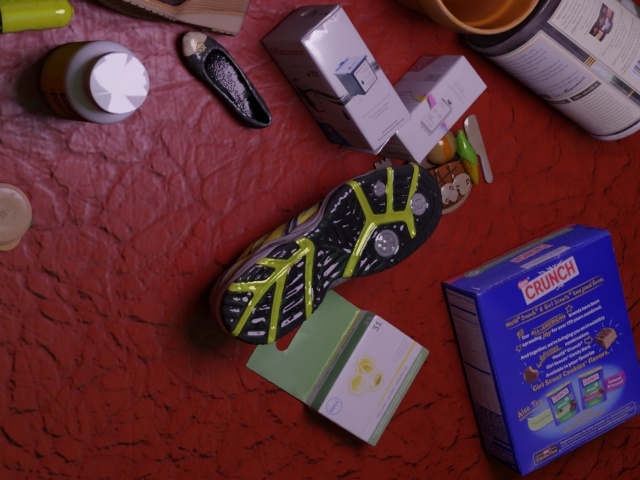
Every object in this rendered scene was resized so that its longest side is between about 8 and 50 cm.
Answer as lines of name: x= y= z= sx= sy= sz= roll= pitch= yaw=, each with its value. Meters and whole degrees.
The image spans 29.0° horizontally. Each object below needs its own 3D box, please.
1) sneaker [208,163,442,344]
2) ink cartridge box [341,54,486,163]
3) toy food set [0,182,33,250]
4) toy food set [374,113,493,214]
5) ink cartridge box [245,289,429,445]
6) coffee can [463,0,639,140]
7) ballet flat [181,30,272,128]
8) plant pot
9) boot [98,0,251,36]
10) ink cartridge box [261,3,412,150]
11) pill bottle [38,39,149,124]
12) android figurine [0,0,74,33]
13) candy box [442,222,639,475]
sneaker: x=0.000 y=0.000 z=1.740 sx=0.384 sy=0.147 sz=0.145 roll=-30 pitch=108 yaw=-20
ink cartridge box: x=0.133 y=-0.179 z=1.801 sx=0.198 sy=0.115 sz=0.067 roll=-47 pitch=116 yaw=-13
toy food set: x=-0.410 y=-0.034 z=1.590 sx=0.083 sy=0.020 sz=0.082 roll=37 pitch=80 yaw=-27
toy food set: x=0.185 y=-0.103 z=1.883 sx=0.192 sy=0.038 sz=0.132 roll=-28 pitch=110 yaw=-21
ink cartridge box: x=0.029 y=0.177 z=1.835 sx=0.235 sy=0.056 sz=0.171 roll=36 pitch=81 yaw=-29
coffee can: x=0.382 y=-0.302 z=1.865 sx=0.275 sy=0.201 sz=0.201 roll=31 pitch=83 yaw=-28
ballet flat: x=-0.124 y=-0.222 z=1.696 sx=0.173 sy=0.049 sz=0.057 roll=46 pitch=75 yaw=-25
plant pot: x=0.186 y=-0.395 z=1.755 sx=0.205 sy=0.188 sz=0.205 roll=-5 pitch=100 yaw=-27
boot: x=-0.184 y=-0.387 z=1.610 sx=0.248 sy=0.090 sz=0.207 roll=5 pitch=94 yaw=-44
ink cartridge box: x=0.022 y=-0.227 z=1.721 sx=0.082 sy=0.139 sz=0.191 roll=-43 pitch=114 yaw=-14
pill bottle: x=-0.280 y=-0.197 z=1.541 sx=0.103 sy=0.184 sz=0.103 roll=-4 pitch=99 yaw=-27
android figurine: x=-0.366 y=-0.386 z=1.544 sx=0.273 sy=0.056 sz=0.248 roll=-9 pitch=101 yaw=-25
candy box: x=0.360 y=0.167 z=1.969 sx=0.268 sy=0.122 sz=0.317 roll=-22 pitch=108 yaw=-22
